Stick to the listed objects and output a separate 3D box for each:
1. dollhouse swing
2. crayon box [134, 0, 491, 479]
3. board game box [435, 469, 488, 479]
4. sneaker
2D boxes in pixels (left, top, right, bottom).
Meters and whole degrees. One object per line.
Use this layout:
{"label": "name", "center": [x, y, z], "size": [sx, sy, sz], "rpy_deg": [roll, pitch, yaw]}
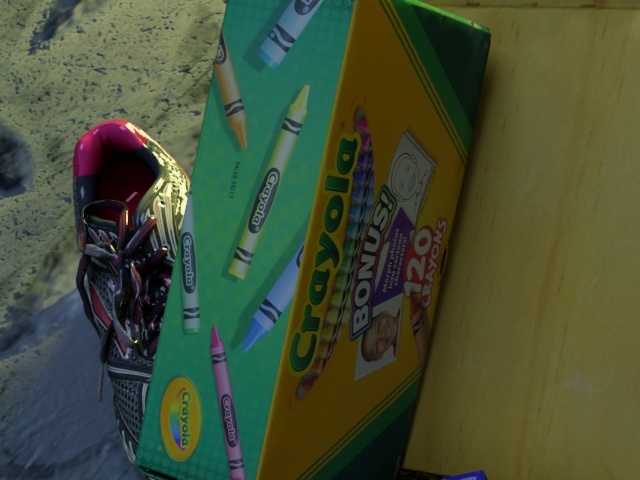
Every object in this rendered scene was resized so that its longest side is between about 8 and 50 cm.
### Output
{"label": "dollhouse swing", "center": [0.197, -0.022, 1.084], "size": [0.347, 0.304, 0.315], "rpy_deg": [5, 10, 30]}
{"label": "crayon box", "center": [0.000, 0.000, 0.951], "size": [0.081, 0.165, 0.278], "rpy_deg": [14, 94, 30]}
{"label": "board game box", "center": [0.027, 0.236, 0.924], "size": [0.160, 0.047, 0.210], "rpy_deg": [-15, 45, 12]}
{"label": "sneaker", "center": [-0.110, 0.042, 1.131], "size": [0.121, 0.112, 0.299], "rpy_deg": [-27, 44, -1]}
